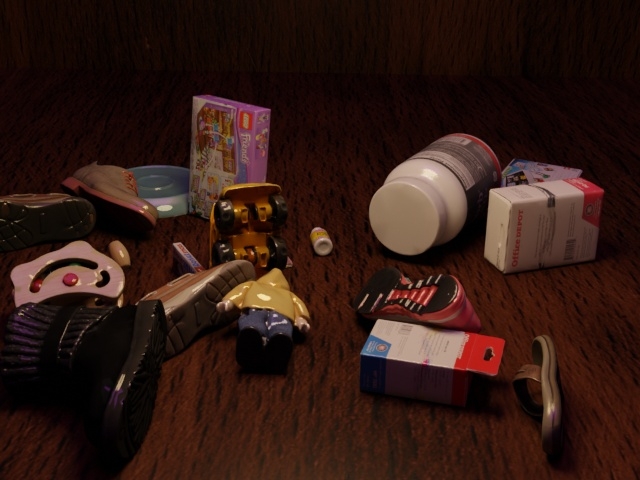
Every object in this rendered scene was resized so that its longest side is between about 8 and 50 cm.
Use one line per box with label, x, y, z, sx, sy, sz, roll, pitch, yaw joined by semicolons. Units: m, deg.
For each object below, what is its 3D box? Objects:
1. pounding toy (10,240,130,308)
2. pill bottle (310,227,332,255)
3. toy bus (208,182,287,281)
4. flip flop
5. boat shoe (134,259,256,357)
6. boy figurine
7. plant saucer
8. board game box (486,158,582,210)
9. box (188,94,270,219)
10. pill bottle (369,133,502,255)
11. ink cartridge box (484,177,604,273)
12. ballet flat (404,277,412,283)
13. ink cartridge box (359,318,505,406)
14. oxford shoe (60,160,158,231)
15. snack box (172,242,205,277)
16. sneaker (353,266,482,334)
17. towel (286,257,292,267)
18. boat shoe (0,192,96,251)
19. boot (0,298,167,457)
pounding toy;-0.472;0.110;1.908;0.269;0.155;0.154;-26;63;-30
pill bottle;0.000;0.000;2.212;0.043;0.043;0.083;-3;24;-10
toy bus;-0.172;-0.027;2.064;0.149;0.220;0.211;-5;17;-23
flip flop;0.355;0.249;1.599;0.080;0.112;0.277;-8;26;15
boat shoe;-0.247;0.110;1.857;0.116;0.123;0.324;14;25;32
boy figurine;-0.107;0.135;1.827;0.177;0.092;0.285;11;21;-7
plant saucer;-0.425;-0.134;2.509;0.317;0.044;0.318;1;24;-1
board game box;0.555;-0.134;2.535;0.192;0.053;0.305;12;26;22
box;-0.219;-0.184;2.314;0.200;0.293;0.057;18;23;34
pill bottle;0.267;-0.106;2.264;0.210;0.210;0.363;14;27;27
ink cartridge box;0.490;-0.034;2.151;0.237;0.172;0.100;-8;24;-19
ballet flat;0.181;0.109;1.979;0.041;0.041;0.114;-7;24;-18
ink cartridge box;0.194;0.213;1.684;0.231;0.078;0.134;8;25;15
oxford shoe;-0.484;-0.121;2.318;0.348;0.123;0.130;23;64;40
snack box;-0.269;0.066;2.020;0.022;0.064;0.178;-8;25;-25
sneaker;0.179;0.140;1.845;0.116;0.136;0.313;-52;26;-19
towel;-0.100;0.043;2.153;0.060;0.009;0.083;-7;24;-17
boat shoe;-0.682;-0.049;2.224;0.323;0.123;0.120;-2;17;-28
boot;-0.399;0.220;1.573;0.260;0.131;0.348;-2;29;2
